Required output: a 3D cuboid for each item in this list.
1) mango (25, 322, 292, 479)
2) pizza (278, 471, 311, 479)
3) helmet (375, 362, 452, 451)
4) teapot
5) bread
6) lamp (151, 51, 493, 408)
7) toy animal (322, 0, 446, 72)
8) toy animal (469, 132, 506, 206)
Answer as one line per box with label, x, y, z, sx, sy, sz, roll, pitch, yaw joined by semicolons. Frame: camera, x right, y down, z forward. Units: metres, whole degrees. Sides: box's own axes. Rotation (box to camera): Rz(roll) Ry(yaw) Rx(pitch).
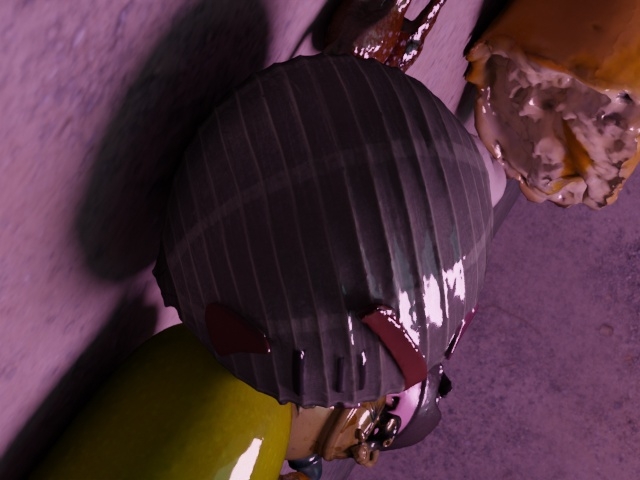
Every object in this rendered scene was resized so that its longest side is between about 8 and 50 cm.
mango;-0.147;0.213;0.949;0.343;0.156;0.192;-51;157;-17
pizza;-0.126;0.365;1.412;0.288;0.075;0.280;-30;164;-11
helmet;0.044;0.160;1.561;0.154;0.253;0.198;9;87;-41
teapot;0.006;0.164;1.382;0.173;0.183;0.269;-41;158;-53
bread;0.353;-0.267;1.614;0.394;0.250;0.361;-59;171;-16
lamp;0.000;0.000;0.861;0.233;0.233;0.265;-56;166;-15
toy animal;0.043;-0.148;1.065;0.260;0.087;0.243;-59;155;9
toy animal;0.138;-0.039;1.560;0.178;0.127;0.193;-50;168;-29
